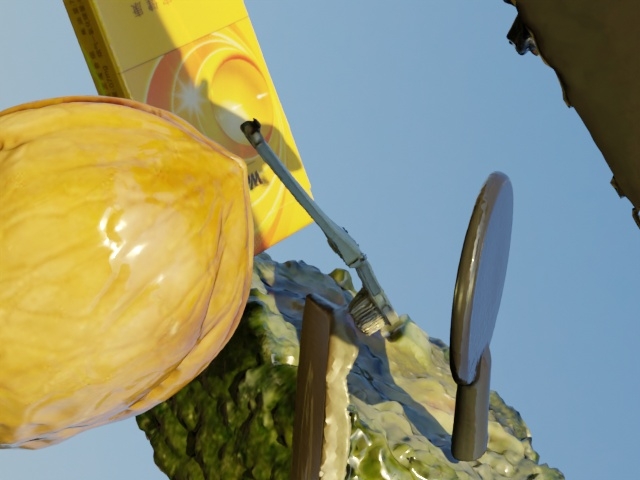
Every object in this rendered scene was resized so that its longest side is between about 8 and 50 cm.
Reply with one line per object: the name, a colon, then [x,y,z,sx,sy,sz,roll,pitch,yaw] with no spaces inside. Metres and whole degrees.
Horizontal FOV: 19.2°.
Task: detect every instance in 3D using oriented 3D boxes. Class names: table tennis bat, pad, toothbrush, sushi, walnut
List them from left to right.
walnut: [-0.106,0.012,0.768,0.180,0.144,0.144,-23,-119,22]
pad: [-0.008,0.175,1.098,0.286,0.018,0.284,-173,-93,-85]
toothbrush: [0.004,-0.004,1.109,0.026,0.028,0.294,51,-4,28]
sushi: [0.023,0.163,1.549,0.178,0.294,0.352,-59,-136,18]
table tennis bat: [0.114,0.061,1.361,0.150,0.027,0.236,-61,158,-53]

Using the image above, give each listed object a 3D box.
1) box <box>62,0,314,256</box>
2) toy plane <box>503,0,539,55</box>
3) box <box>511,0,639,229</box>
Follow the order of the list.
box: [-0.100,-0.112,1.448,0.043,0.152,0.269,-10,-74,45]
toy plane: [0.123,-0.153,1.069,0.078,0.169,0.246,-60,164,-17]
box: [0.200,-0.198,0.675,0.350,0.091,0.359,-27,-84,27]
